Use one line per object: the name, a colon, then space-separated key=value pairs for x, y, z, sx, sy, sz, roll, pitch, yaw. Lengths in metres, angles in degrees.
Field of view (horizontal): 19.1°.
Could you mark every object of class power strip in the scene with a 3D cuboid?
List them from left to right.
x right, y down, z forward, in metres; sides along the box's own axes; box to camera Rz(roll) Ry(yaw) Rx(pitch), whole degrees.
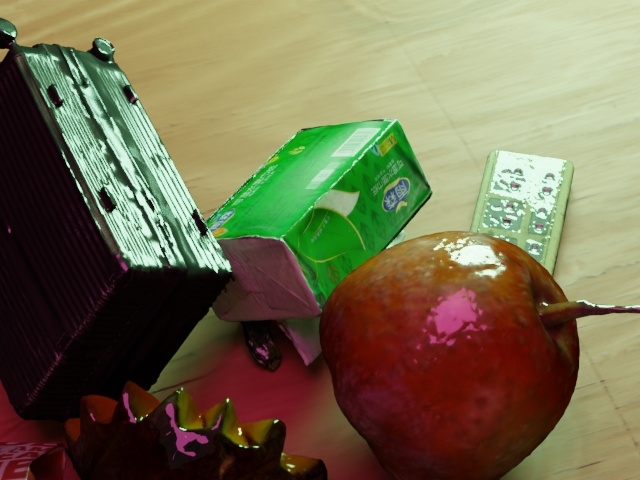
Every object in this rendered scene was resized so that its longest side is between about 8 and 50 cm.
power strip: x=0.190 y=0.018 z=1.908 sx=0.092 sy=0.034 sz=0.268 roll=10 pitch=55 yaw=10

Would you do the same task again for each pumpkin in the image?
pumpkin: x=-0.128 y=0.227 z=1.718 sx=0.254 sy=0.130 sz=0.149 roll=7 pitch=54 yaw=7

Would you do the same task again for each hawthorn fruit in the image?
hawthorn fruit: x=0.120 y=0.094 z=1.724 sx=0.235 sy=0.231 sz=0.263 roll=37 pitch=85 yaw=-7

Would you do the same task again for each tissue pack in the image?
tissue pack: x=-0.001 y=0.001 z=1.863 sx=0.148 sy=0.156 sz=0.209 roll=-2 pitch=35 yaw=42

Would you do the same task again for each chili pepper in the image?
chili pepper: x=-0.061 y=0.085 z=1.877 sx=0.030 sy=0.034 sz=0.091 roll=-24 pitch=54 yaw=12

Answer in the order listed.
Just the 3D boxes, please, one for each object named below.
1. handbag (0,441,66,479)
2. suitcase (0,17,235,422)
handbag: x=-0.324 y=0.293 z=1.671 sx=0.171 sy=0.151 sz=0.298 roll=-5 pitch=50 yaw=7
suitcase: x=-0.250 y=-0.014 z=1.828 sx=0.152 sy=0.229 sz=0.335 roll=6 pitch=43 yaw=-42
